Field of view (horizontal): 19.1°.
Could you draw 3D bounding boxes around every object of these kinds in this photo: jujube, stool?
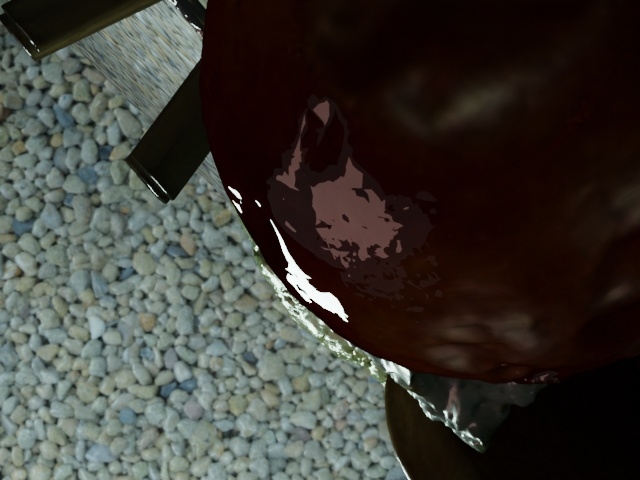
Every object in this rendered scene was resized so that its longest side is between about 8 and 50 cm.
[{"bbox_3d":[0.075,-0.054,0.701,0.223,0.223,0.318,45,-177,17],"label":"jujube"},{"bbox_3d":[-0.122,-0.162,1.511,0.272,0.178,0.272,47,175,6],"label":"stool"}]

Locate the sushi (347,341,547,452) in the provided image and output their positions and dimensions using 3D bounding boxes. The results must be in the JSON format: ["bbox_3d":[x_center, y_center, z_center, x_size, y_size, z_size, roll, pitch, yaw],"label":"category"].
[{"bbox_3d":[0.104,0.025,1.144,0.139,0.184,0.274,47,175,1],"label":"sushi"}]

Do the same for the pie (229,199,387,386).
[{"bbox_3d":[0.000,0.000,1.392,0.248,0.090,0.201,58,-171,-20],"label":"pie"}]

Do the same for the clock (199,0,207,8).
[{"bbox_3d":[-0.047,-0.199,1.158,0.255,0.106,0.220,51,173,4],"label":"clock"}]

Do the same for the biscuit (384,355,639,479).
[{"bbox_3d":[0.209,0.183,1.305,0.381,0.074,0.359,37,-149,-7],"label":"biscuit"}]
